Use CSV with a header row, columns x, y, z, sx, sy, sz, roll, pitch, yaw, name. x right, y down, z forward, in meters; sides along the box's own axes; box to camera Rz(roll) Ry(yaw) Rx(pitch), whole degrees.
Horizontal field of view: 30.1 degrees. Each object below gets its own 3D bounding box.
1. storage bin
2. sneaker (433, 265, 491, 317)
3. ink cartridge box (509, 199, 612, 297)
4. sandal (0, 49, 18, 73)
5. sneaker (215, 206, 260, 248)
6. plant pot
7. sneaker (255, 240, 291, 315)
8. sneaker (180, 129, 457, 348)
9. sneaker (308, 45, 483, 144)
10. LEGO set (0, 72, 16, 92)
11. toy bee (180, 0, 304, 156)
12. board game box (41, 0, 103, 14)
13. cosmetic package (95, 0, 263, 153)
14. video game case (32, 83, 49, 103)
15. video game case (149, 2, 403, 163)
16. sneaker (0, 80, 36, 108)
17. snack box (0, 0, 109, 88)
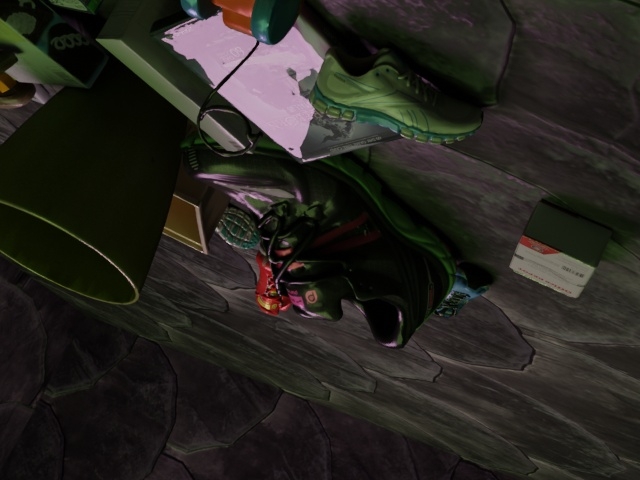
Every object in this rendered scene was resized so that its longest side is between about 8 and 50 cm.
x,y,z,sx,sy,sz,roll,pitch,yaw,name
-0.276,-0.119,1.899,0.260,0.123,0.262,25,165,5,storage bin
0.215,0.090,1.860,0.063,0.073,0.162,28,165,-3,sneaker
0.300,0.012,1.501,0.099,0.056,0.135,25,164,9,ink cartridge box
-0.472,-0.248,1.571,0.180,0.072,0.049,22,145,38,sandal
-0.183,-0.042,2.142,0.166,0.065,0.076,33,180,-10,sneaker
-0.307,-0.107,1.646,0.275,0.293,0.275,22,159,9,plant pot
-0.072,0.078,2.163,0.107,0.118,0.279,26,172,10,sneaker
0.000,0.000,1.680,0.483,0.202,0.185,35,162,-27,sneaker
0.086,-0.162,1.281,0.191,0.071,0.083,12,125,0,sneaker
-0.507,-0.260,1.770,0.227,0.087,0.093,-17,116,38,LEGO set
-0.065,-0.252,1.131,0.195,0.162,0.298,36,139,-2,toy bee
-0.380,-0.349,1.487,0.201,0.035,0.136,17,162,32,board game box
-0.153,-0.211,1.446,0.060,0.099,0.239,13,159,48,cosmetic package
-0.563,-0.305,1.957,0.183,0.023,0.201,20,164,22,video game case
-0.036,-0.187,1.375,0.196,0.026,0.274,-11,141,41,video game case
-0.541,-0.265,1.879,0.188,0.066,0.071,21,159,17,sneaker
-0.447,-0.312,1.535,0.187,0.060,0.322,12,160,45,snack box
